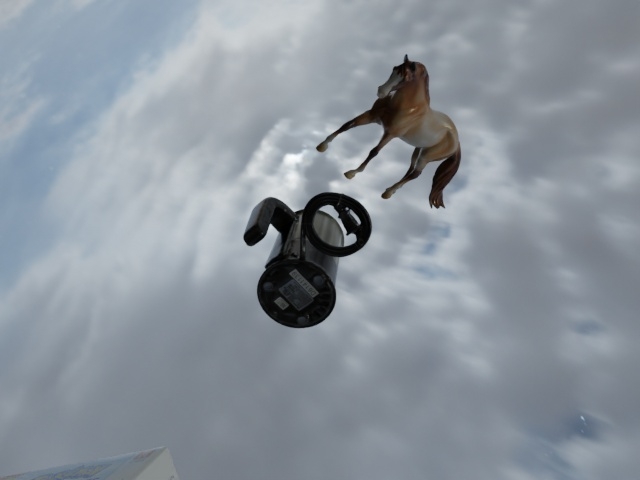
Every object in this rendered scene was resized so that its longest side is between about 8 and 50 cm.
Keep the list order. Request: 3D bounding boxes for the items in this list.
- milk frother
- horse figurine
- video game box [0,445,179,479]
[{"bbox_3d":[0.000,0.000,0.639,0.143,0.129,0.135,-20,-157,15],"label":"milk frother"},{"bbox_3d":[0.121,-0.135,0.795,0.174,0.263,0.066,-42,-131,22],"label":"horse figurine"},{"bbox_3d":[-0.212,0.196,0.334,0.205,0.187,0.048,-15,-88,14],"label":"video game box"}]
